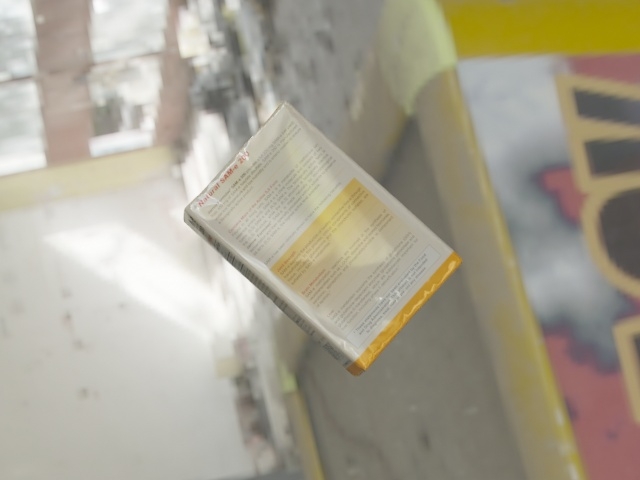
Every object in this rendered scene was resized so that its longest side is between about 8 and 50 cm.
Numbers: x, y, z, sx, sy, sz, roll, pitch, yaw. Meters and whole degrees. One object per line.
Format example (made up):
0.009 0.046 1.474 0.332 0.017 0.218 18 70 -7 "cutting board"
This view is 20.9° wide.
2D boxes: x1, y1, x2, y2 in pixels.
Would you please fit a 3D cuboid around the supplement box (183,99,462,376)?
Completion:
0.000 0.000 0.706 0.098 0.062 0.036 43 170 2 "supplement box"
